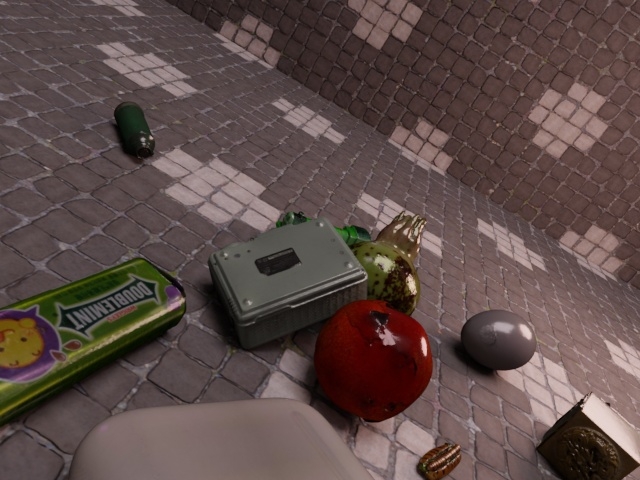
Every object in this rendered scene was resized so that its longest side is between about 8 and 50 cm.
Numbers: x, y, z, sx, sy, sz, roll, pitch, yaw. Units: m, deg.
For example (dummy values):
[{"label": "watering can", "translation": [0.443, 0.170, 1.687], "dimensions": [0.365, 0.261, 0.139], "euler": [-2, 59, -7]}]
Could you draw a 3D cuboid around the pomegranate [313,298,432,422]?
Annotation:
[{"label": "pomegranate", "translation": [0.091, 0.205, 0.978], "dimensions": [0.210, 0.210, 0.235], "euler": [30, 6, -3]}]

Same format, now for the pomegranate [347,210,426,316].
[{"label": "pomegranate", "translation": [0.144, 0.076, 1.200], "dimensions": [0.204, 0.276, 0.222], "euler": [57, -7, 6]}]

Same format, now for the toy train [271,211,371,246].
[{"label": "toy train", "translation": [0.000, 0.000, 1.341], "dimensions": [0.251, 0.119, 0.085], "euler": [17, 30, -30]}]

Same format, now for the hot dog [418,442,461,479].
[{"label": "hot dog", "translation": [0.215, 0.386, 0.979], "dimensions": [0.122, 0.037, 0.049], "euler": [-7, 48, -50]}]

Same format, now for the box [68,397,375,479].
[{"label": "box", "translation": [-0.088, 0.304, 0.632], "dimensions": [0.348, 0.141, 0.288], "euler": [9, 20, -41]}]

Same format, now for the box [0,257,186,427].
[{"label": "box", "translation": [-0.339, 0.122, 0.766], "dimensions": [0.134, 0.097, 0.345], "euler": [39, 26, 12]}]

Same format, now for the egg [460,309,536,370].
[{"label": "egg", "translation": [0.432, 0.241, 1.351], "dimensions": [0.198, 0.147, 0.146], "euler": [14, 30, -19]}]

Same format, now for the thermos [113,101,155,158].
[{"label": "thermos", "translation": [-0.456, -0.261, 1.370], "dimensions": [0.073, 0.083, 0.188], "euler": [-10, 45, -24]}]

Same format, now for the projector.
[{"label": "projector", "translation": [-0.063, 0.066, 1.040], "dimensions": [0.256, 0.099, 0.192], "euler": [-20, 46, -17]}]

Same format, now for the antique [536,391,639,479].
[{"label": "antique", "translation": [0.566, 0.430, 1.164], "dimensions": [0.152, 0.147, 0.148], "euler": [44, 30, 23]}]
